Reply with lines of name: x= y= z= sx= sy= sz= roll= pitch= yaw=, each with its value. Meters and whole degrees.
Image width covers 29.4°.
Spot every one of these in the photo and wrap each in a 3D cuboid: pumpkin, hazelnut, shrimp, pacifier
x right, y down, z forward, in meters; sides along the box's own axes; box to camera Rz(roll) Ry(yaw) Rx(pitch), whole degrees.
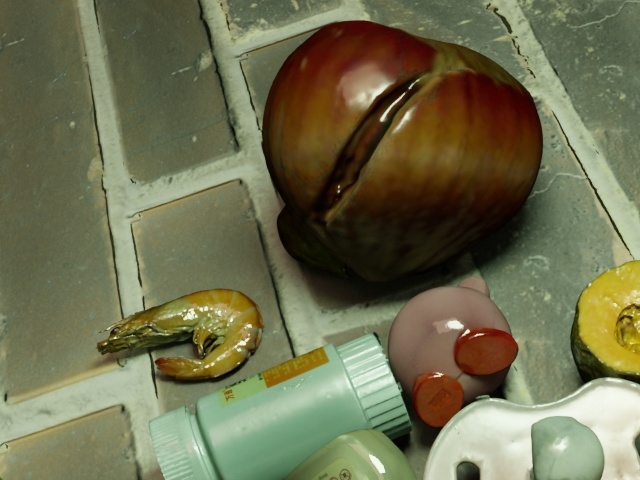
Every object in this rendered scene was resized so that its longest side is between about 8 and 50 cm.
pumpkin: x=0.459 y=0.137 z=1.536 sx=0.280 sy=0.139 sz=0.190 roll=14 pitch=55 yaw=26
hazelnut: x=0.118 y=-0.128 z=1.715 sx=0.409 sy=0.359 sz=0.359 roll=1 pitch=33 yaw=-37
shrimp: x=-0.205 y=0.143 z=1.800 sx=0.248 sy=0.068 sz=0.150 roll=-8 pitch=52 yaw=4
pacifier: x=0.279 y=0.279 z=1.415 sx=0.332 sy=0.273 sz=0.220 roll=-11 pitch=30 yaw=8

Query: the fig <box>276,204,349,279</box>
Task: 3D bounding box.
fig: x=0.000 y=0.000 z=1.847 sx=0.103 sy=0.109 sz=0.155 roll=-30 pitch=77 yaw=-9

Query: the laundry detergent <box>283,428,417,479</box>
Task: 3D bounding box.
laundry detergent: x=0.063 y=0.362 z=1.440 sx=0.181 sy=0.091 sz=0.253 roll=-41 pitch=67 yaw=30

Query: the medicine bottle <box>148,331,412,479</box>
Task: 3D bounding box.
medicine bottle: x=-0.049 y=0.243 z=1.588 sx=0.318 sy=0.158 sz=0.158 roll=-22 pitch=46 yaw=-3

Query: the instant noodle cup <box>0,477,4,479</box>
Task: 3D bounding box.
instant noodle cup: x=-0.533 y=0.358 z=1.565 sx=0.311 sy=0.311 sz=0.221 roll=30 pitch=72 yaw=36

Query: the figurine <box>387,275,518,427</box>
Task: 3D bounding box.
figurine: x=0.170 y=0.140 z=1.611 sx=0.173 sy=0.173 sz=0.173 roll=-9 pitch=47 yaw=10
